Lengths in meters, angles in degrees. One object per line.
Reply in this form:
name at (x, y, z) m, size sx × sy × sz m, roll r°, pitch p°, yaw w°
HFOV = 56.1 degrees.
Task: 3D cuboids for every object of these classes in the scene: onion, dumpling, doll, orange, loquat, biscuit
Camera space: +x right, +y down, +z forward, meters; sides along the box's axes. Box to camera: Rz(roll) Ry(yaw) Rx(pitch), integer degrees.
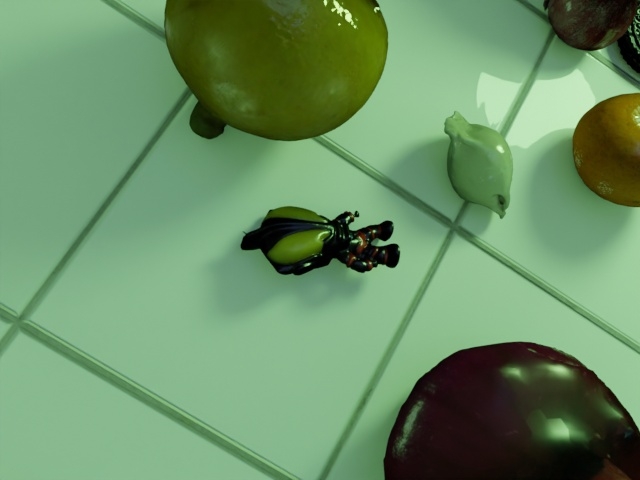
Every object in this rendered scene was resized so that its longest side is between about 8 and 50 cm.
onion at (0.531, -0.452, 1.130) m, size 0.160 × 0.195 × 0.159 m, roll 5°, pitch 74°, yaw -19°
onion at (0.278, 0.330, 0.774) m, size 0.399 × 0.420 × 0.397 m, roll 1°, pitch 83°, yaw -5°
dumpling at (0.280, -0.138, 1.049) m, size 0.111 × 0.181 × 0.155 m, roll 3°, pitch 40°, yaw 21°
doll at (0.000, -0.003, 0.948) m, size 0.249 × 0.127 × 0.088 m, roll 4°, pitch 111°, yaw -12°
orange at (0.567, -0.162, 1.090) m, size 0.224 × 0.170 × 0.223 m, roll 3°, pitch 57°, yaw -5°
loquat at (-0.081, -0.288, 0.889) m, size 0.328 × 0.359 × 0.328 m, roll 35°, pitch 29°, yaw -23°
biscuit at (0.698, -0.418, 1.242) m, size 0.195 × 0.053 × 0.194 m, roll 3°, pitch 77°, yaw -13°
